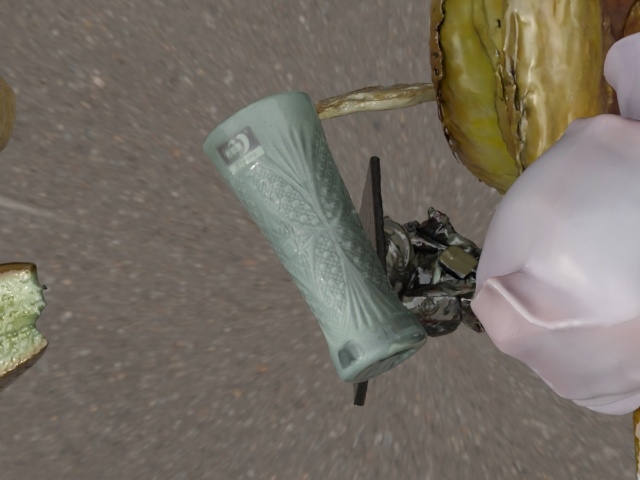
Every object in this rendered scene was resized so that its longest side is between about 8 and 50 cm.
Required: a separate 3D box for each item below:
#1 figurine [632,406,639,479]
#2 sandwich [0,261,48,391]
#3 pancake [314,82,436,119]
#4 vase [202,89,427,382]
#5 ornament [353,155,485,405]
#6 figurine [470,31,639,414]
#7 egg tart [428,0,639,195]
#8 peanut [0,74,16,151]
[{"bbox_3d":[0.463,0.125,1.357,0.387,0.401,0.268,1,95,19],"label":"figurine"},{"bbox_3d":[-0.283,0.083,1.236,0.096,0.258,0.094,-20,84,-28],"label":"sandwich"},{"bbox_3d":[0.058,-0.137,1.574,0.152,0.151,0.025,-6,99,3],"label":"pancake"},{"bbox_3d":[0.000,0.000,1.235,0.096,0.096,0.219,-29,75,2],"label":"vase"},{"bbox_3d":[0.127,0.035,1.366,0.196,0.153,0.166,4,46,-7],"label":"ornament"},{"bbox_3d":[0.183,-0.032,0.867,0.276,0.200,0.133,-55,129,-20],"label":"figurine"},{"bbox_3d":[0.218,-0.179,1.480,0.178,0.443,0.443,0,88,25],"label":"egg tart"},{"bbox_3d":[-0.336,-0.116,1.463,0.117,0.263,0.101,-19,96,-7],"label":"peanut"}]
